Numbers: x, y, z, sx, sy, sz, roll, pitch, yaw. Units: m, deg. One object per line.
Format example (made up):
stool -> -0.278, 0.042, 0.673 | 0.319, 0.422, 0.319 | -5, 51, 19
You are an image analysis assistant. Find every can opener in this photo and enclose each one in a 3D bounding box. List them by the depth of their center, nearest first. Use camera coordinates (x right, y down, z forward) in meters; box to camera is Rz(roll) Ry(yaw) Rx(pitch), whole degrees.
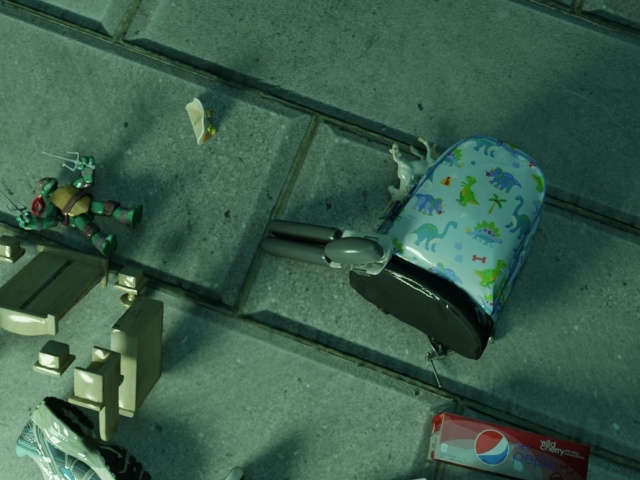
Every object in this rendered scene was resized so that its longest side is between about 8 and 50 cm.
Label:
can opener -> 0.000, 0.000, 1.305 | 0.283, 0.095, 0.076 | 10, 69, 37

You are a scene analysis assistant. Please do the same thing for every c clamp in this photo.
c clamp -> 0.264, 0.183, 1.385 | 0.160, 0.022, 0.137 | -22, 71, -9

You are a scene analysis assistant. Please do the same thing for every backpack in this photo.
backpack -> 0.262, -0.019, 1.341 | 0.290, 0.273, 0.355 | 32, 60, 18

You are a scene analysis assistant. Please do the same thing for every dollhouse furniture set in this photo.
dollhouse furniture set -> -0.462, 0.166, 1.246 | 0.355, 0.174, 0.303 | 13, 29, 8

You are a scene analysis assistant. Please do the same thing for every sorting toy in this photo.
sorting toy -> -0.234, -0.243, 1.442 | 0.045, 0.075, 0.083 | -18, 76, -9

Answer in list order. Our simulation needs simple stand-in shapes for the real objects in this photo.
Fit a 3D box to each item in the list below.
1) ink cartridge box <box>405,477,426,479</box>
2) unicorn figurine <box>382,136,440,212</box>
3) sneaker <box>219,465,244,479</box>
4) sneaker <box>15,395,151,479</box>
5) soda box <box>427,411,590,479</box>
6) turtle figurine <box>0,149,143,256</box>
ink cartridge box -> 0.134, 0.457, 1.287 | 0.115, 0.029, 0.063 | -7, 75, -7
unicorn figurine -> 0.178, -0.140, 1.450 | 0.162, 0.060, 0.111 | -21, 76, -10
sneaker -> -0.170, 0.531, 1.211 | 0.147, 0.104, 0.296 | 31, 78, 1
sneaker -> -0.395, 0.398, 1.243 | 0.283, 0.110, 0.122 | 41, 93, 10
soda box -> 0.328, 0.374, 1.293 | 0.263, 0.092, 0.083 | 13, 72, 0
turtle figurine -> -0.456, -0.072, 1.354 | 0.234, 0.118, 0.175 | 30, 81, 8
